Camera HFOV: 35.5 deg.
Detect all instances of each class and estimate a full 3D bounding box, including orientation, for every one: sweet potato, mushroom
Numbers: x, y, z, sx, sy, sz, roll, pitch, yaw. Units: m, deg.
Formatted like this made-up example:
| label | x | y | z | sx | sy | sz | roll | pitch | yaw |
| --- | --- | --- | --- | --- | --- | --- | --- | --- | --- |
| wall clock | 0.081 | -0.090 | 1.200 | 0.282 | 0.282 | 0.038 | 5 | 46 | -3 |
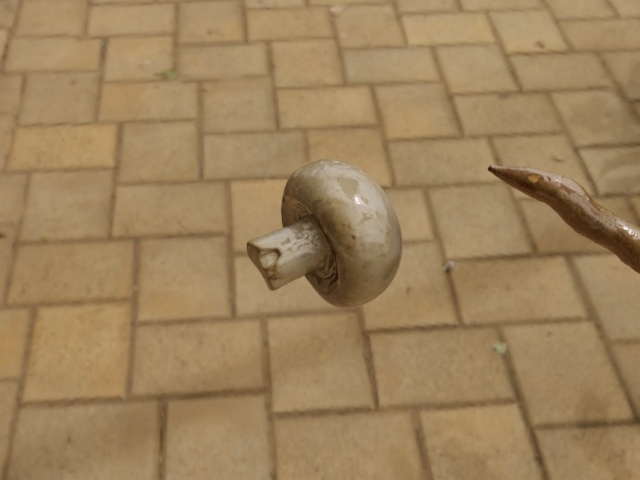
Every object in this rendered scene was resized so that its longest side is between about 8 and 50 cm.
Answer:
| label | x | y | z | sx | sy | sz | roll | pitch | yaw |
| --- | --- | --- | --- | --- | --- | --- | --- | --- | --- |
| sweet potato | 0.372 | -0.043 | 1.432 | 0.281 | 0.059 | 0.067 | 35 | 3 | -1 |
| mushroom | 0.000 | 0.000 | 1.310 | 0.204 | 0.204 | 0.204 | 1 | 41 | -1 |
